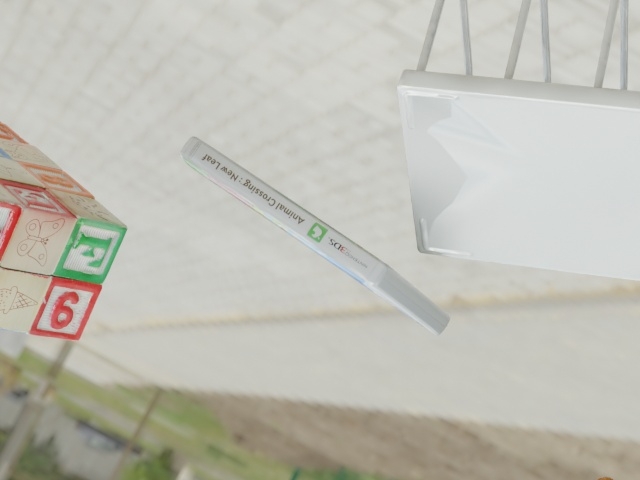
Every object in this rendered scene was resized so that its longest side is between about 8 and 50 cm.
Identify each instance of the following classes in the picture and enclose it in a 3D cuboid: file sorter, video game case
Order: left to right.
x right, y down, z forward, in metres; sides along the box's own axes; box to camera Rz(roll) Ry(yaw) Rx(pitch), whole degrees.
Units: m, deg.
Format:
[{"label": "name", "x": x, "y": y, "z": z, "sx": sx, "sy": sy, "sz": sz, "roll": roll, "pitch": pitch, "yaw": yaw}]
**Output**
[{"label": "video game case", "x": 0.000, "y": 0.000, "z": 1.419, "sx": 0.193, "sy": 0.023, "sz": 0.212, "roll": 34, "pitch": 179, "yaw": 21}, {"label": "file sorter", "x": 0.219, "y": -0.098, "z": 1.341, "sx": 0.277, "sy": 0.173, "sz": 0.193, "roll": 8, "pitch": 144, "yaw": 15}]

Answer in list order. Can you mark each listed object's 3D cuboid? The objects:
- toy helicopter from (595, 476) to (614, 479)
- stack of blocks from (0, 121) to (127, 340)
[{"label": "toy helicopter", "x": 0.248, "y": 0.218, "z": 1.199, "sx": 0.235, "sy": 0.355, "sz": 0.140, "roll": -10, "pitch": 136, "yaw": 30}, {"label": "stack of blocks", "x": -0.286, "y": -0.049, "z": 1.191, "sx": 0.171, "sy": 0.087, "sz": 0.297, "roll": 12, "pitch": -162, "yaw": -45}]
